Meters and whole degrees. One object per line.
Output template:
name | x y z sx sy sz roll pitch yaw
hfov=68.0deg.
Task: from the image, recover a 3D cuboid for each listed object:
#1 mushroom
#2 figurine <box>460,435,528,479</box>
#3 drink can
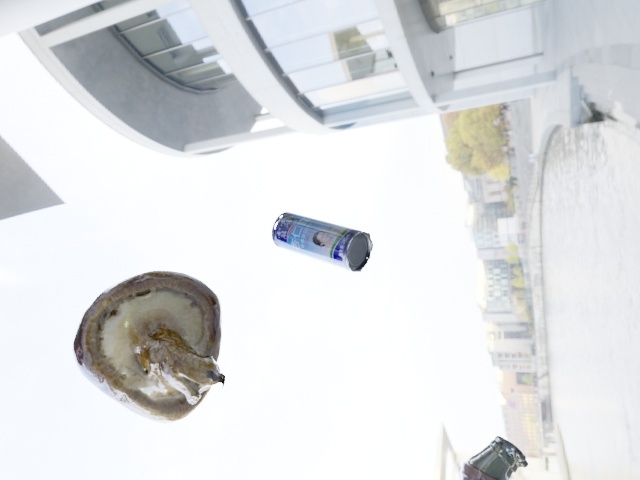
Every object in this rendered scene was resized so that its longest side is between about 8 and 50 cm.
mushroom | -0.357 0.223 1.067 0.345 0.259 0.346 7 -110 -20
figurine | 0.163 0.314 0.523 0.196 0.108 0.114 -46 -36 -9
drink can | 0.000 0.000 1.100 0.097 0.235 0.097 -21 -62 -45
